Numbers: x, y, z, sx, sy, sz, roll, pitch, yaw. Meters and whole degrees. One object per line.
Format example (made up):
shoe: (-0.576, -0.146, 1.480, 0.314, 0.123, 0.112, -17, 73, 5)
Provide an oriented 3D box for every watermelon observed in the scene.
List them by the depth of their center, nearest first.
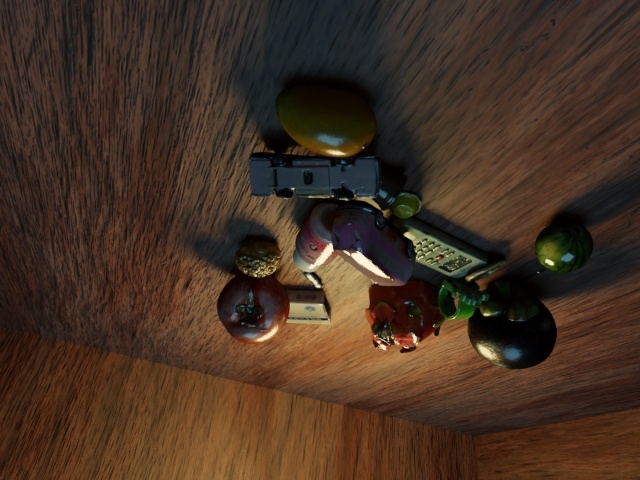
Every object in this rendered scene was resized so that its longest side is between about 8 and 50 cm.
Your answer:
watermelon: (0.670, 0.027, 1.245, 0.140, 0.141, 0.187, 7, 150, 2)

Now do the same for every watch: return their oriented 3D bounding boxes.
watch: (0.470, 0.206, 1.516, 0.131, 0.165, 0.152, 1, 122, -22)

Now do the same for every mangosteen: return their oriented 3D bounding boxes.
mangosteen: (0.664, 0.290, 1.545, 0.300, 0.300, 0.300, 6, 147, 4)

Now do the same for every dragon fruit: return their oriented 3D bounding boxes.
dragon fruit: (0.313, 0.300, 1.662, 0.305, 0.226, 0.305, 5, 144, 4)

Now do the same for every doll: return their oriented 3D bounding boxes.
doll: (-0.030, 0.143, 1.677, 0.037, 0.027, 0.125, -12, 139, 27)

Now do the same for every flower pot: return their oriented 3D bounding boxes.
flower pot: (0.154, -0.144, 1.140, 0.089, 0.111, 0.111, 32, 143, -8)

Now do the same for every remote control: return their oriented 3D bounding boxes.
remote control: (0.351, 0.026, 1.391, 0.343, 0.050, 0.145, 22, 145, -21)

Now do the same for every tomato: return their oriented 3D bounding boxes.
tomato: (-0.246, 0.247, 1.677, 0.270, 0.270, 0.227, 6, -177, 4)

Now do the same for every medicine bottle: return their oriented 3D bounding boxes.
medicine bottle: (0.000, 0.000, 1.342, 0.147, 0.147, 0.247, 18, 145, -14)

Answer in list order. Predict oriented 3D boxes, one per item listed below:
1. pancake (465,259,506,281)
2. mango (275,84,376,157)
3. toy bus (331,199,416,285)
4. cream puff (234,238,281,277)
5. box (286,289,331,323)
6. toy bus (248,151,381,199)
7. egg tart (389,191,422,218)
pancake: (0.537, 0.099, 1.438, 0.139, 0.022, 0.139, -20, 159, -8)
mango: (0.009, -0.254, 0.941, 0.221, 0.152, 0.120, 11, 152, -4)
toy bus: (0.147, 0.016, 1.217, 0.127, 0.147, 0.302, 1, 156, 39)
cream puff: (-0.214, 0.066, 1.513, 0.165, 0.115, 0.150, -14, 145, 29)
box: (-0.137, 0.279, 1.868, 0.343, 0.065, 0.200, 0, 146, 13)
toy bus: (-0.007, -0.160, 1.069, 0.316, 0.138, 0.113, 5, 108, 16)
egg tart: (0.233, -0.094, 1.244, 0.105, 0.039, 0.105, 7, 147, 5)
